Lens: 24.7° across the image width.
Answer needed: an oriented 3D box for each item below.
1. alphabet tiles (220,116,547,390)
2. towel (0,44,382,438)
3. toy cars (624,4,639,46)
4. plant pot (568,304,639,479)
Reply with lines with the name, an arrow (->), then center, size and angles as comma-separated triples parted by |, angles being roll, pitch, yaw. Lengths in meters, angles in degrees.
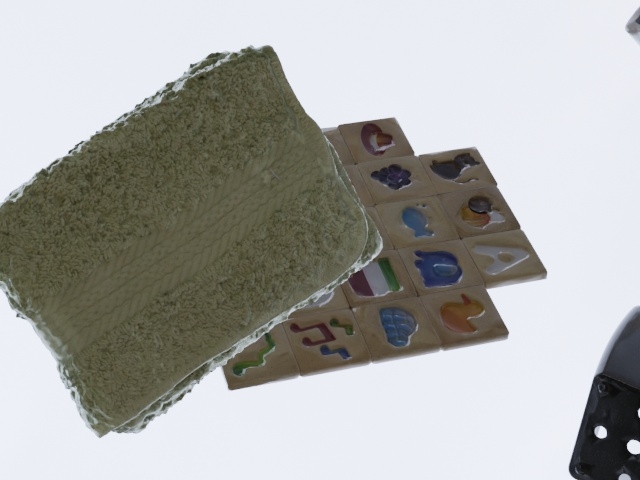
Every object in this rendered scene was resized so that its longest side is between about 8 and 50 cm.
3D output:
alphabet tiles -> 0.000, 0.000, 1.215 | 0.343, 0.011, 0.285 | -9, -137, -14
towel -> -0.054, -0.003, 0.575 | 0.148, 0.027, 0.110 | -35, -84, -21
toy cars -> 0.405, -0.228, 1.087 | 0.394, 0.087, 0.176 | -21, -54, -21
plant pot -> 0.370, 0.201, 1.593 | 0.167, 0.188, 0.187 | -15, -57, -55
